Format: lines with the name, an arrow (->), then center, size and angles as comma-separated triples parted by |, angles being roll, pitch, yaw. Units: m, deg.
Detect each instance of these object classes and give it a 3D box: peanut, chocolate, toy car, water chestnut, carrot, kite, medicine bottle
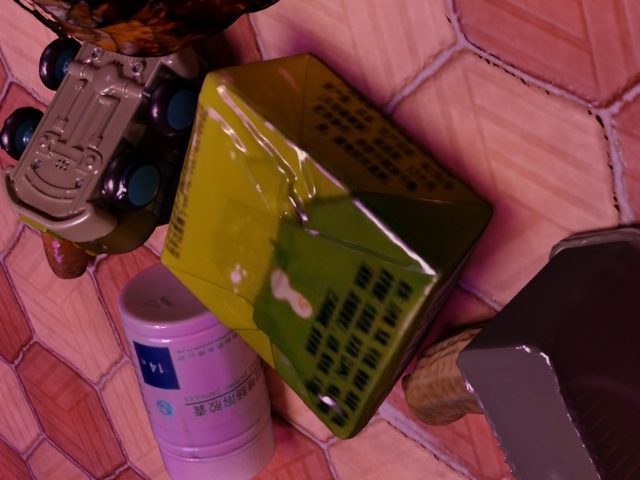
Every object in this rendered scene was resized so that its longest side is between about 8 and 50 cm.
peanut -> 0.144, 0.133, 1.192 | 0.194, 0.093, 0.083 | 140, 137, -61
chocolate -> 0.000, 0.000, 1.202 | 0.288, 0.137, 0.301 | 42, 141, 16
toy car -> -0.194, -0.097, 1.290 | 0.204, 0.248, 0.198 | 23, 172, 35
water chestnut -> -0.144, -0.295, 1.034 | 0.289, 0.289, 0.244 | -53, 48, 53
carrot -> -0.361, -0.058, 1.625 | 0.059, 0.059, 0.248 | 11, 123, 43
kite -> -0.372, -0.306, 1.398 | 0.285, 0.152, 0.015 | 40, 103, 10
medicine bottle -> -0.145, 0.162, 1.477 | 0.152, 0.152, 0.254 | 18, 131, 39

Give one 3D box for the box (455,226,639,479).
box -> 0.240, 0.148, 1.016 | 0.138, 0.178, 0.274 | -13, 107, 52
